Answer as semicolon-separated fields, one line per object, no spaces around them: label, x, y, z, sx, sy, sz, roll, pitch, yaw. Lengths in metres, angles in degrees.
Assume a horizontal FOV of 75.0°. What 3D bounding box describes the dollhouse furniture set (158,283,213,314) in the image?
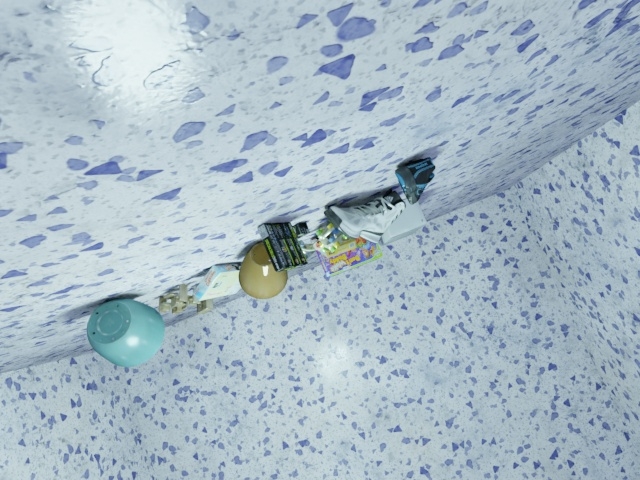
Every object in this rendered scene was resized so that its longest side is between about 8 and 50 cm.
dollhouse furniture set;-0.703;0.289;2.219;0.212;0.161;0.242;-28;147;36

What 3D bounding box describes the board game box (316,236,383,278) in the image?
board game box;0.157;0.048;2.400;0.347;0.233;0.078;-20;171;-18

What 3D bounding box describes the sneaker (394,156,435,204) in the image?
sneaker;0.381;-0.228;1.619;0.139;0.125;0.341;-28;173;11

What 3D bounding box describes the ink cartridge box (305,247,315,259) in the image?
ink cartridge box;-0.121;0.104;2.475;0.179;0.045;0.145;-27;-165;47

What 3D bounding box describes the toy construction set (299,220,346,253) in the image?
toy construction set;0.000;0.000;1.984;0.327;0.151;0.215;-19;-160;40

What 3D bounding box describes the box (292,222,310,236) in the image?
box;-0.100;-0.039;1.821;0.083;0.052;0.062;-27;169;34

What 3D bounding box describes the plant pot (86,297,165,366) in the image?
plant pot;-0.868;0.386;1.820;0.293;0.293;0.235;-21;156;-8

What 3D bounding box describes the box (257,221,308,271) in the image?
box;-0.144;0.021;1.625;0.045;0.191;0.184;-29;170;26

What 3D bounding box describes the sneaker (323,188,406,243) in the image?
sneaker;0.205;-0.140;1.800;0.257;0.169;0.447;-50;152;17

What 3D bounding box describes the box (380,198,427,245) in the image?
box;0.442;-0.104;2.385;0.215;0.168;0.345;-21;172;-3

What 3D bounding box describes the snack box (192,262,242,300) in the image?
snack box;-0.480;0.202;2.111;0.187;0.060;0.322;-51;163;13

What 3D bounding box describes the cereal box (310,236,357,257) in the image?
cereal box;0.065;0.013;2.206;0.173;0.047;0.240;-19;-159;-15

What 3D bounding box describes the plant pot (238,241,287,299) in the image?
plant pot;-0.261;0.117;1.908;0.237;0.237;0.254;-19;158;-17
